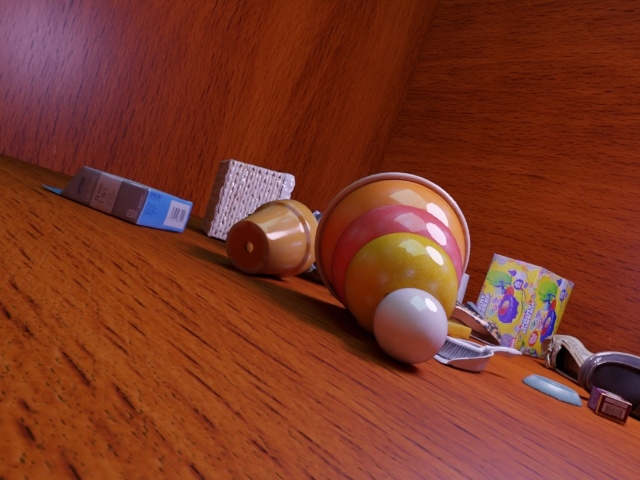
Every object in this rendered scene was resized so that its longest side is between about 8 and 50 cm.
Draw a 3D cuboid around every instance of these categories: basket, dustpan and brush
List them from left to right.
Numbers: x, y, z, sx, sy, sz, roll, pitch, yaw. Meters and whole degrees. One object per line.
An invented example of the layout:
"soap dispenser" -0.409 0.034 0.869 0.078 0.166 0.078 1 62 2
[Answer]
"basket" -0.300 -0.145 2.021 0.266 0.332 0.328 17 1 -20
"dustpan and brush" 0.307 0.222 0.999 0.211 0.060 0.147 19 0 -16

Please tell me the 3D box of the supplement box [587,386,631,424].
"supplement box" 0.571 0.326 0.995 0.054 0.043 0.083 18 -1 17

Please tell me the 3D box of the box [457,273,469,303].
"box" 0.322 0.150 1.833 0.345 0.169 0.215 14 -4 45

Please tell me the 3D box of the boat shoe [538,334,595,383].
"boat shoe" 0.716 0.342 1.451 0.089 0.105 0.285 3 5 -9

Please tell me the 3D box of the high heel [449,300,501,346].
"high heel" 0.441 0.266 1.585 0.261 0.093 0.186 2 33 -26

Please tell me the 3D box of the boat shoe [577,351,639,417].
"boat shoe" 0.757 0.346 1.108 0.355 0.133 0.130 19 0 -1

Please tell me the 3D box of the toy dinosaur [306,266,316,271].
"toy dinosaur" -0.103 0.047 1.793 0.268 0.064 0.118 46 -9 -23

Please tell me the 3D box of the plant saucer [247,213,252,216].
"plant saucer" -0.204 -0.068 1.668 0.083 0.015 0.083 14 -11 3

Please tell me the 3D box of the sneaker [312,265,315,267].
"sneaker" 0.038 0.119 1.925 0.152 0.058 0.084 27 -12 -34

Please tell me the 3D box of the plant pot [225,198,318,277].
"plant pot" -0.131 0.003 1.259 0.205 0.205 0.188 20 16 24

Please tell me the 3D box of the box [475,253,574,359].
"box" 0.690 0.232 1.734 0.279 0.290 0.177 18 2 -40

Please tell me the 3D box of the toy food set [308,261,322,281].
"toy food set" 0.023 0.118 1.624 0.217 0.071 0.128 22 -23 18

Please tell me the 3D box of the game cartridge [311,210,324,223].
"game cartridge" 0.000 0.000 1.642 0.230 0.068 0.355 49 -18 -17

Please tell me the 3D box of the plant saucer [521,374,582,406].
"plant saucer" 0.479 0.304 1.034 0.119 0.021 0.119 19 1 0

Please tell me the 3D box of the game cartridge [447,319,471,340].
"game cartridge" 0.237 0.204 1.418 0.285 0.053 0.323 20 -2 40

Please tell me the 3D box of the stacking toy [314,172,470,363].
"stacking toy" 0.143 0.075 0.954 0.350 0.351 0.480 20 17 -1

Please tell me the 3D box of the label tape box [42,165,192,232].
"label tape box" -0.608 -0.137 1.531 0.347 0.115 0.249 22 1 15
